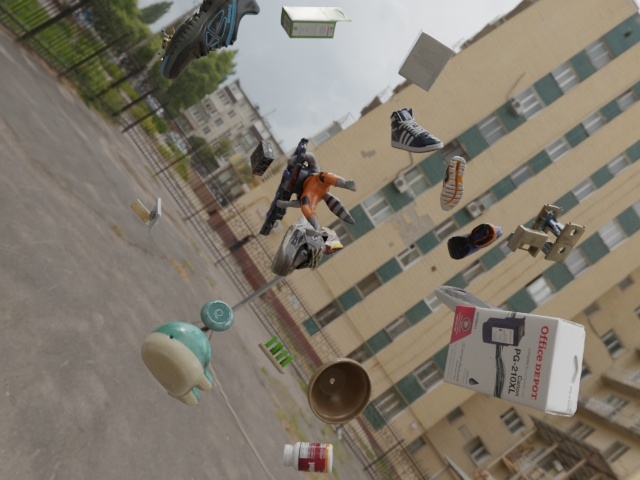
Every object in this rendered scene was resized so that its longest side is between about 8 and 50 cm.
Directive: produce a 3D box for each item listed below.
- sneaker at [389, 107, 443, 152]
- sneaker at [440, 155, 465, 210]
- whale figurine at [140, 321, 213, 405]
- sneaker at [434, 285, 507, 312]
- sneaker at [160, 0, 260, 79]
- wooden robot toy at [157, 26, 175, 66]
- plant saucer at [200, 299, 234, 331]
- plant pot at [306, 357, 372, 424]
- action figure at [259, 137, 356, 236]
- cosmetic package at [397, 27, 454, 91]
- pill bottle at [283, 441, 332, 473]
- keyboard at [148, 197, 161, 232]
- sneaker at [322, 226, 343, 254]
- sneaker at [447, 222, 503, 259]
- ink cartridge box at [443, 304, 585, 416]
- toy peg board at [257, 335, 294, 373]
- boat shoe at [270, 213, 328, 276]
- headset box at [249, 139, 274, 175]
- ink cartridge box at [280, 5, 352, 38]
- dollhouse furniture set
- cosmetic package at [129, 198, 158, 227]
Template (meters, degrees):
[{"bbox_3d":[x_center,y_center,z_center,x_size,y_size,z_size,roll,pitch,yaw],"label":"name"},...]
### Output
[{"bbox_3d":[0.361,-0.429,1.809,0.282,0.099,0.153,31,-47,57],"label":"sneaker"},{"bbox_3d":[0.518,-0.219,1.843,0.084,0.215,0.083,15,1,-2],"label":"sneaker"},{"bbox_3d":[-0.365,0.325,1.244,0.216,0.141,0.272,19,-46,17],"label":"whale figurine"},{"bbox_3d":[0.456,0.236,1.435,0.290,0.105,0.123,32,-60,51],"label":"sneaker"},{"bbox_3d":[-0.308,-0.567,1.295,0.139,0.341,0.125,36,11,-36],"label":"sneaker"},{"bbox_3d":[-0.599,-0.782,1.890,0.076,0.173,0.079,25,34,1],"label":"wooden robot toy"},{"bbox_3d":[-0.349,0.252,1.600,0.119,0.119,0.021,54,-44,15],"label":"plant saucer"},{"bbox_3d":[0.058,0.525,1.685,0.237,0.237,0.109,57,-8,-15],"label":"plant pot"},{"bbox_3d":[-0.045,-0.125,1.482,0.178,0.342,0.330,18,20,-34],"label":"action figure"},{"bbox_3d":[0.426,-0.735,1.908,0.151,0.184,0.151,29,29,-6],"label":"cosmetic package"},{"bbox_3d":[-0.039,0.688,1.487,0.086,0.151,0.086,1,90,-84],"label":"pill bottle"},{"bbox_3d":[-0.576,-0.092,1.630,0.014,0.072,0.256,26,7,-24],"label":"keyboard"},{"bbox_3d":[0.000,0.000,1.731,0.225,0.088,0.093,6,61,-64],"label":"sneaker"},{"bbox_3d":[0.505,0.008,1.533,0.221,0.087,0.083,-31,-113,55],"label":"sneaker"},{"bbox_3d":[0.383,0.233,0.946,0.100,0.172,0.237,19,-11,-32],"label":"ink cartridge box"},{"bbox_3d":[-0.189,0.490,2.032,0.161,0.079,0.161,51,-17,5],"label":"toy peg board"},{"bbox_3d":[-0.047,0.018,1.454,0.130,0.132,0.355,26,27,3],"label":"boat shoe"},{"bbox_3d":[-0.163,-0.222,1.283,0.032,0.083,0.062,10,53,-35],"label":"headset box"},{"bbox_3d":[-0.016,-0.715,1.535,0.062,0.209,0.109,102,-28,-46],"label":"ink cartridge box"},{"bbox_3d":[0.643,-0.035,1.382,0.183,0.129,0.129,12,28,-17],"label":"dollhouse furniture set"},{"bbox_3d":[-0.707,-0.104,1.879,0.115,0.041,0.060,47,-14,9],"label":"cosmetic package"}]
